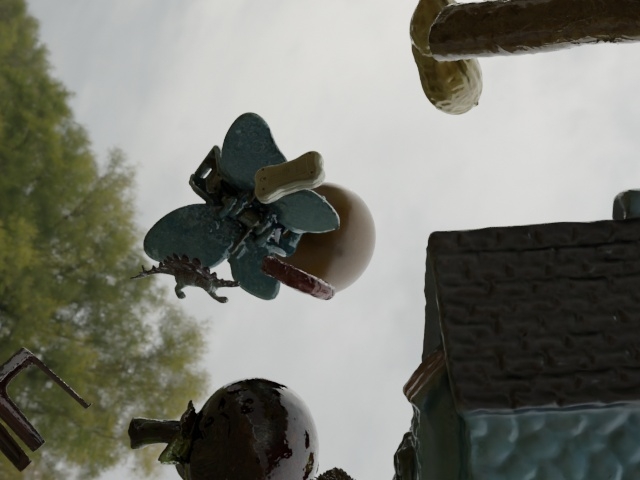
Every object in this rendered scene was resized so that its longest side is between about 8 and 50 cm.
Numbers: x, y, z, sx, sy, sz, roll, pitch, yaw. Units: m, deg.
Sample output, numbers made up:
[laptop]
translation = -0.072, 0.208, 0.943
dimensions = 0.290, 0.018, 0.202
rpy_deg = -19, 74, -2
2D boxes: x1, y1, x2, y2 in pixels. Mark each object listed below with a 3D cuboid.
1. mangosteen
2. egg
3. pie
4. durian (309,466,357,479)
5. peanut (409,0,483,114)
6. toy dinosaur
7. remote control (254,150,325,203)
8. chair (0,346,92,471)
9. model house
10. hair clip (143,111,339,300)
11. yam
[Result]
[mangosteen]
translation = -0.145, 0.314, 1.157
dimensions = 0.231, 0.289, 0.231
rpy_deg = -171, -90, -80
[egg]
translation = 0.000, 0.000, 2.022
dimensions = 0.351, 0.283, 0.282
rpy_deg = 116, -19, -63
[pie]
translation = -0.039, 0.068, 1.377
dimensions = 0.154, 0.154, 0.036
rpy_deg = 25, -91, 57
[durian]
translation = 0.011, 0.277, 0.681
dimensions = 0.140, 0.071, 0.110
rpy_deg = 65, -26, 22
[peanut]
translation = 0.266, -0.395, 1.635
dimensions = 0.147, 0.305, 0.147
rpy_deg = -16, -141, 13
[toy dinosaur]
translation = -0.223, 0.056, 1.248
dimensions = 0.209, 0.082, 0.039
rpy_deg = 2, -137, 26
[remote control]
translation = -0.050, -0.104, 1.267
dimensions = 0.122, 0.032, 0.074
rpy_deg = -17, -135, 14
[chair]
translation = -0.585, 0.240, 1.291
dimensions = 0.176, 0.326, 0.183
rpy_deg = -37, -174, 23
[model house]
translation = 0.250, 0.119, 0.831
dimensions = 0.297, 0.360, 0.339
rpy_deg = -60, 146, -88
[hair clip]
translation = -0.149, -0.078, 1.723
dimensions = 0.392, 0.318, 0.238
rpy_deg = -51, -166, 16
[yam]
translation = 0.289, -0.259, 0.913
dimensions = 0.357, 0.081, 0.081
rpy_deg = 9, -102, 42
